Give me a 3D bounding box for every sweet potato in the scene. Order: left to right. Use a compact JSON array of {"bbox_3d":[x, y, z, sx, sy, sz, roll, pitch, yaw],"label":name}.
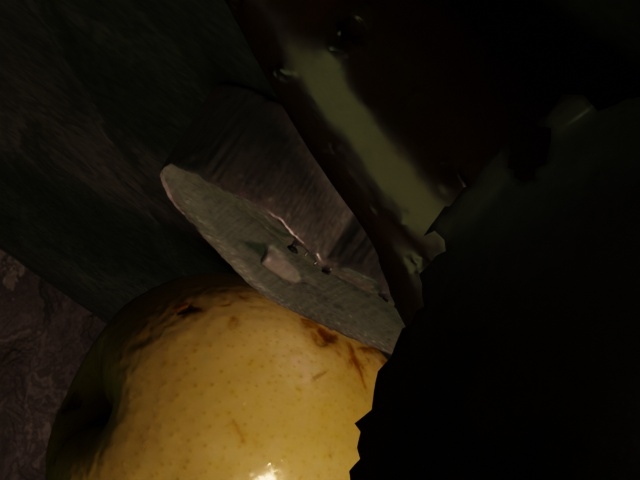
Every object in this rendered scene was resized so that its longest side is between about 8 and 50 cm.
[{"bbox_3d":[0.081,0.010,0.496,0.112,0.112,0.359,17,144,53],"label":"sweet potato"}]

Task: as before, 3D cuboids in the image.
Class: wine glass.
[{"bbox_3d":[0.173,0.107,0.378,0.323,0.238,0.238,41,166,-28],"label":"wine glass"}]

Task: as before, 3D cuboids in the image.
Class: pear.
[{"bbox_3d":[-0.071,0.177,1.162,0.309,0.309,0.309,31,169,7],"label":"pear"}]

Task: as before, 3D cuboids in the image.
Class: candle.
[{"bbox_3d":[0.000,0.000,0.767,0.192,0.068,0.168,35,165,-7],"label":"candle"}]
